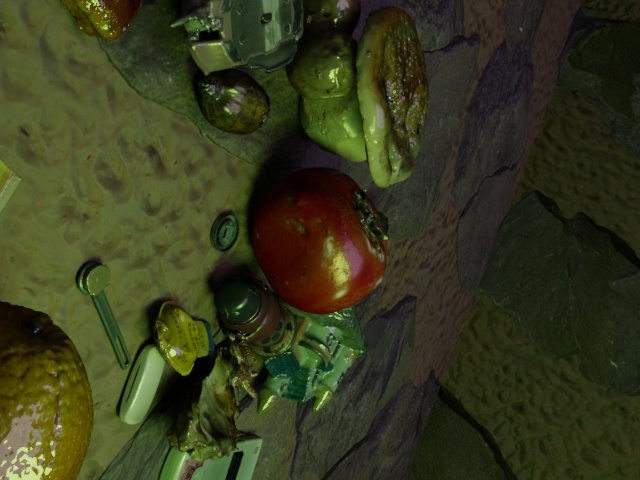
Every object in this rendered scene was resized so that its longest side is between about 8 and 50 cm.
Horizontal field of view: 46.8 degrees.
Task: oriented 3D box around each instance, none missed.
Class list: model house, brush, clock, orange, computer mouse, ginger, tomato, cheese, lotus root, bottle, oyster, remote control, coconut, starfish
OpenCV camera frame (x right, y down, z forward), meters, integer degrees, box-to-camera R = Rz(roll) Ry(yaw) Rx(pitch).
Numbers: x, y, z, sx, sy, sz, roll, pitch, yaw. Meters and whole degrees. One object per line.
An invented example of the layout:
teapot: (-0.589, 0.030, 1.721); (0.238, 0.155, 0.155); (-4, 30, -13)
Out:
model house: (-0.043, 0.317, 1.871); (0.325, 0.194, 0.267); (-58, 150, -29)
brush: (-0.385, 0.147, 1.361); (0.062, 0.027, 0.266); (-48, 143, -38)
clock: (-0.206, -0.017, 1.596); (0.085, 0.017, 0.085); (-37, 136, -47)
orange: (-0.461, 0.256, 0.968); (0.357, 0.322, 0.322); (-54, 151, 2)
computer mouse: (-0.161, -0.403, 1.358); (0.389, 0.114, 0.200); (-32, 123, -51)
ginger: (0.008, -0.447, 1.556); (0.244, 0.155, 0.304); (-166, -103, -78)
tomato: (0.000, 0.000, 1.667); (0.325, 0.289, 0.293); (62, 28, 0)
cheese: (-0.277, 0.201, 1.521); (0.250, 0.064, 0.157); (29, 47, -70)
lotus root: (-0.172, -0.269, 1.422); (0.209, 0.120, 0.120); (19, 89, -60)
bottle: (-0.158, 0.172, 1.661); (0.271, 0.143, 0.156); (53, 34, -59)
oyster: (-0.242, 0.390, 1.607); (0.361, 0.096, 0.222); (-73, 144, -69)
remote control: (-0.260, 0.548, 1.777); (0.344, 0.050, 0.145); (20, 88, -61)
coconut: (0.072, -0.296, 1.730); (0.241, 0.241, 0.241); (-37, 135, -47)
starfish: (-0.186, 0.301, 1.725); (0.210, 0.053, 0.150); (-76, 144, -82)

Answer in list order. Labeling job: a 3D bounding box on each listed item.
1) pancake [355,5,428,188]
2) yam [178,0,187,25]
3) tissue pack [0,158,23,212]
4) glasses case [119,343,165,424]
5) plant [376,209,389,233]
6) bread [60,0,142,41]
pancake: (0.160, -0.304, 1.581); (0.387, 0.082, 0.387); (-16, 108, -62)
yam: (-0.231, -0.451, 1.301); (0.032, 0.032, 0.146); (-17, 121, -57)
tissue pack: (-0.508, -0.027, 0.910); (0.234, 0.159, 0.125); (-63, 150, -18)
glasses case: (-0.354, 0.286, 1.476); (0.063, 0.041, 0.164); (27, 81, -61)
plant: (0.111, 0.013, 2.055); (0.195, 0.129, 0.132); (-63, 150, -23)
bread: (-0.296, -0.440, 1.145); (0.271, 0.077, 0.139); (-64, 153, -20)
